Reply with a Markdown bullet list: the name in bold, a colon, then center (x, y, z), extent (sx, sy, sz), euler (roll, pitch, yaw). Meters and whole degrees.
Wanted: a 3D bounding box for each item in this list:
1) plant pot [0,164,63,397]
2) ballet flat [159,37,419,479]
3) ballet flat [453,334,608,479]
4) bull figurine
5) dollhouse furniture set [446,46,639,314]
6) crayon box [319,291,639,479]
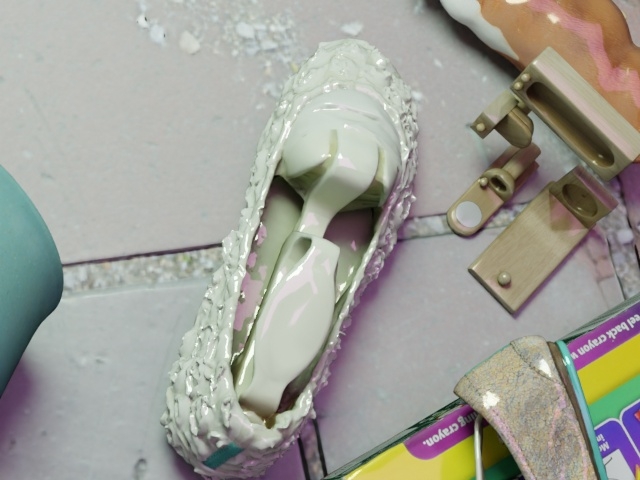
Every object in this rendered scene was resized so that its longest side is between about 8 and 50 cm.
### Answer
- **plant pot**: center (-0.320, 0.057, 0.844), extent (0.271, 0.271, 0.255), euler (44, 53, 0)
- **ballet flat**: center (0.000, 0.000, 1.008), extent (0.147, 0.147, 0.409), euler (23, 69, -9)
- **ballet flat**: center (0.176, 0.228, 0.907), extent (0.106, 0.107, 0.316), euler (-19, 75, 2)
- **bull figurine**: center (0.220, -0.209, 1.148), extent (0.188, 0.101, 0.310), euler (-40, 88, -24)
- **dollhouse furniture set**: center (0.176, -0.047, 1.061), extent (0.144, 0.151, 0.123), euler (45, 68, 3)
- **crayon box**: center (0.228, 0.245, 1.016), extent (0.363, 0.106, 0.313), euler (-27, 84, -20)
